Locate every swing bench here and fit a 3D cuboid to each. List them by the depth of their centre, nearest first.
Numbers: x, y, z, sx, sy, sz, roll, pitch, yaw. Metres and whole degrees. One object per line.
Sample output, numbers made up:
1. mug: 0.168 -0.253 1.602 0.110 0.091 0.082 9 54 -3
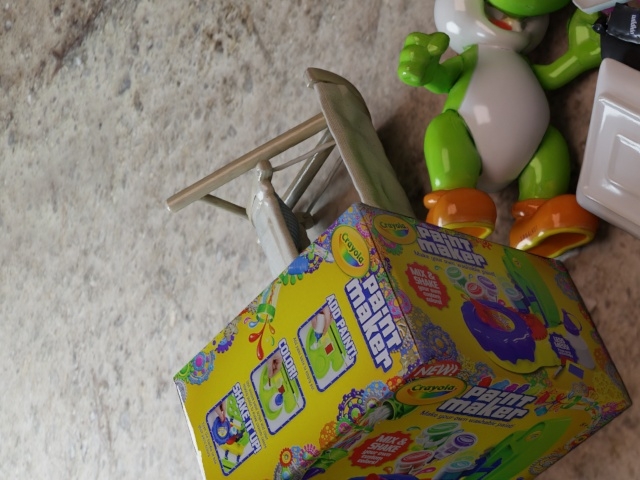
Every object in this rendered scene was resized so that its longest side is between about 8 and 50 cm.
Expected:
1. swing bench: 0.000 0.000 1.666 0.255 0.165 0.253 -40 52 26

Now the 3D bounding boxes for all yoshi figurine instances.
1. yoshi figurine: 0.186 -0.176 1.507 0.203 0.203 0.362 -11 68 28

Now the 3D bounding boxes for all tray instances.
1. tray: 0.307 -0.046 1.310 0.270 0.030 0.145 37 127 49

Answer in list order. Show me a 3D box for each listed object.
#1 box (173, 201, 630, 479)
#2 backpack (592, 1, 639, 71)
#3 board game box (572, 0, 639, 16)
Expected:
1. box: 0.073 0.138 1.446 0.279 0.290 0.177 -45 50 30
2. backpack: 0.343 -0.158 1.367 0.182 0.115 0.152 -21 83 52
3. board game box: 0.409 -0.416 1.391 0.390 0.050 0.390 -12 63 45
